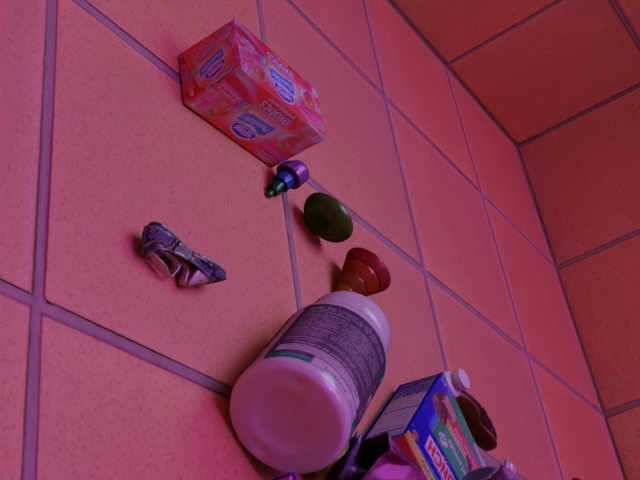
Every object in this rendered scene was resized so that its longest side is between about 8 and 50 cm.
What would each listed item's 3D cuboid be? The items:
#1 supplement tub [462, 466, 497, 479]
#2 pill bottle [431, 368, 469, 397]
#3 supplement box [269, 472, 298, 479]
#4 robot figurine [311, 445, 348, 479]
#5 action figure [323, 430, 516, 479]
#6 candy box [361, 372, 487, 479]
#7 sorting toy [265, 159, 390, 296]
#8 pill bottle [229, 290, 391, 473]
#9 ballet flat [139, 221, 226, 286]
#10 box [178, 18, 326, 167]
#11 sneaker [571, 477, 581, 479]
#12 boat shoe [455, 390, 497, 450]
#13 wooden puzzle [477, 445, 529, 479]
[{"bbox_3d":[0.340,0.544,1.852,0.106,0.106,0.198,-26,98,-66],"label":"supplement tub"},{"bbox_3d":[0.280,0.340,2.198,0.067,0.120,0.067,45,30,-34],"label":"pill bottle"},{"bbox_3d":[-0.076,0.462,1.378,0.111,0.114,0.220,54,27,-20],"label":"supplement box"},{"bbox_3d":[0.014,0.377,1.680,0.067,0.101,0.115,24,10,0],"label":"robot figurine"},{"bbox_3d":[0.171,0.479,1.565,0.370,0.248,0.275,34,40,-13],"label":"action figure"},{"bbox_3d":[0.222,0.458,1.959,0.268,0.122,0.317,64,26,-6],"label":"candy box"},{"bbox_3d":[0.000,0.000,2.055,0.126,0.127,0.365,-45,105,-34],"label":"sorting toy"},{"bbox_3d":[0.000,0.228,1.653,0.204,0.204,0.361,60,25,-7],"label":"pill bottle"},{"bbox_3d":[-0.231,0.040,1.578,0.188,0.070,0.070,39,34,-39],"label":"ballet flat"},{"bbox_3d":[-0.138,-0.297,1.982,0.300,0.154,0.142,35,37,-48],"label":"box"},{"bbox_3d":[0.295,0.535,1.739,0.182,0.410,0.158,54,0,14],"label":"sneaker"},{"bbox_3d":[0.372,0.432,2.353,0.207,0.073,0.073,57,22,-30],"label":"boat shoe"},{"bbox_3d":[0.487,0.685,2.309,0.322,0.080,0.347,38,34,-43],"label":"wooden puzzle"}]
